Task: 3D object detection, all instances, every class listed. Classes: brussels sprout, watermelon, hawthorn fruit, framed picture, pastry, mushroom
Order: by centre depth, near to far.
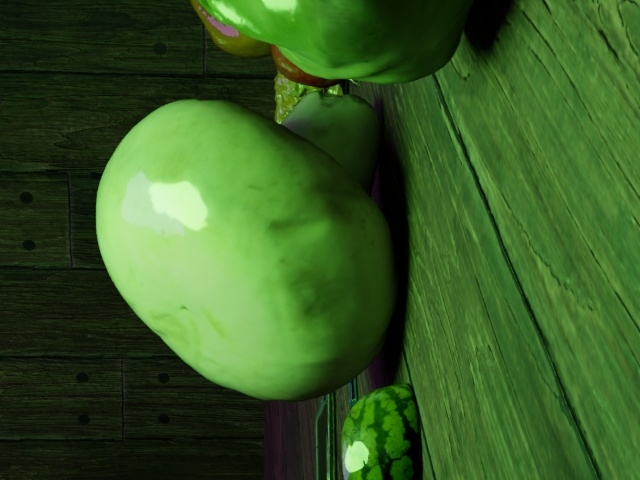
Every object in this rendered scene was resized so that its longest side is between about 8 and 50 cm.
[{"bbox_3d":[0.007,-0.267,1.005,0.328,0.247,0.328,-178,90,-82],"label":"brussels sprout"},{"bbox_3d":[0.073,0.206,1.317,0.069,0.087,0.163,-22,64,44],"label":"watermelon"},{"bbox_3d":[-0.073,0.008,1.508,0.353,0.353,0.325,-100,28,-66],"label":"mushroom"},{"bbox_3d":[-0.008,-0.259,1.847,0.125,0.125,0.140,99,172,-58],"label":"hawthorn fruit"},{"bbox_3d":[-0.018,-0.209,2.045,0.250,0.102,0.154,98,170,-54],"label":"pastry"},{"bbox_3d":[0.009,0.385,2.166,0.216,0.016,0.273,105,165,-72],"label":"framed picture"}]

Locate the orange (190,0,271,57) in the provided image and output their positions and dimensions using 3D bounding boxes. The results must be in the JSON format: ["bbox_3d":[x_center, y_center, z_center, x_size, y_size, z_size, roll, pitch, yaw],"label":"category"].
[{"bbox_3d":[-0.068,-0.387,2.078,0.183,0.249,0.249,49,149,33],"label":"orange"}]

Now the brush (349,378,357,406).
[{"bbox_3d":[0.040,0.144,1.852,0.051,0.014,0.164,99,169,-67],"label":"brush"}]
